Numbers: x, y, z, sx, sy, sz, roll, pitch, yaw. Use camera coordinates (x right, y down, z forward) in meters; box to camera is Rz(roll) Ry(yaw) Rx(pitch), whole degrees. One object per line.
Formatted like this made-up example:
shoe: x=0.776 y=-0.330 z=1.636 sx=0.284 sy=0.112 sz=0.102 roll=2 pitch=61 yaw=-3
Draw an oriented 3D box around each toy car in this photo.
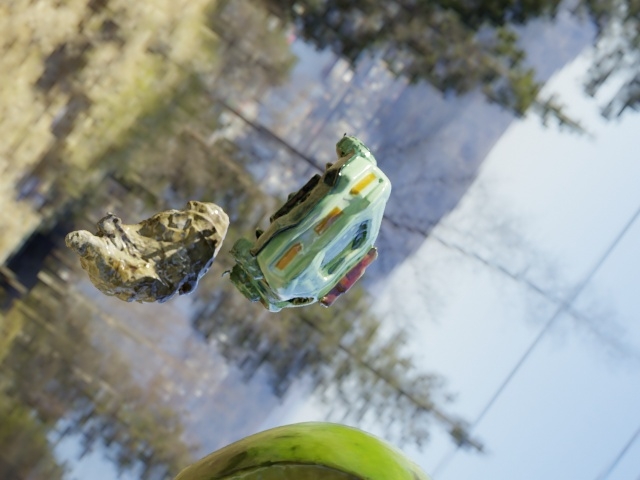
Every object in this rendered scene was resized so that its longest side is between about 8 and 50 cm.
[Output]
toy car: x=0.000 y=0.000 z=0.784 sx=0.093 sy=0.058 sz=0.186 roll=-46 pitch=177 yaw=-9

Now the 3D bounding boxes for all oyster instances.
oyster: x=-0.089 y=0.003 z=0.815 sx=0.083 sy=0.081 sz=0.038 roll=-42 pitch=-142 yaw=-7

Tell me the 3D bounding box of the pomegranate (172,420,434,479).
pomegranate: x=0.017 y=0.183 z=0.784 sx=0.240 sy=0.190 sz=0.159 roll=-12 pitch=-176 yaw=8
